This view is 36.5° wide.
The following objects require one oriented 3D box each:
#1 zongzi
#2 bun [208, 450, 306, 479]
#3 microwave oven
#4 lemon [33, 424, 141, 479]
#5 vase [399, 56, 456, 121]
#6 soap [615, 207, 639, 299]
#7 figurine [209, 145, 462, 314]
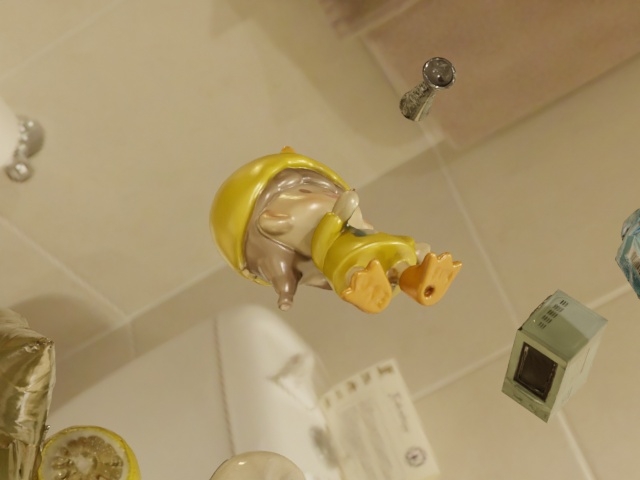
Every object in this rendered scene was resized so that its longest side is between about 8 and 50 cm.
[{"bbox_3d":[-0.529,0.343,1.651,0.182,0.418,0.446,-5,94,-34],"label":"zongzi"},{"bbox_3d":[-0.090,0.408,1.474,0.172,0.173,0.120,55,-20,-20],"label":"bun"},{"bbox_3d":[0.449,0.223,1.885,0.122,0.162,0.208,34,-35,27],"label":"microwave oven"},{"bbox_3d":[-0.488,0.507,1.967,0.241,0.219,0.240,12,48,-13],"label":"lemon"},{"bbox_3d":[0.179,-0.252,1.632,0.059,0.059,0.167,61,-12,5],"label":"vase"},{"bbox_3d":[0.574,0.084,1.568,0.293,0.077,0.156,62,-3,17],"label":"soap"},{"bbox_3d":[0.000,0.000,1.219,0.215,0.187,0.344,14,10,-37],"label":"figurine"}]
